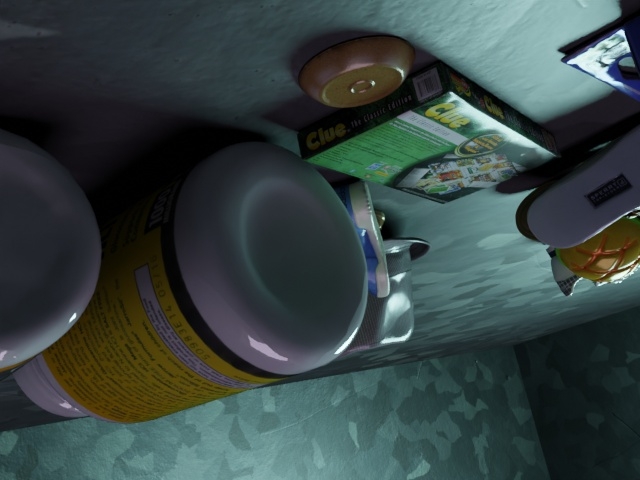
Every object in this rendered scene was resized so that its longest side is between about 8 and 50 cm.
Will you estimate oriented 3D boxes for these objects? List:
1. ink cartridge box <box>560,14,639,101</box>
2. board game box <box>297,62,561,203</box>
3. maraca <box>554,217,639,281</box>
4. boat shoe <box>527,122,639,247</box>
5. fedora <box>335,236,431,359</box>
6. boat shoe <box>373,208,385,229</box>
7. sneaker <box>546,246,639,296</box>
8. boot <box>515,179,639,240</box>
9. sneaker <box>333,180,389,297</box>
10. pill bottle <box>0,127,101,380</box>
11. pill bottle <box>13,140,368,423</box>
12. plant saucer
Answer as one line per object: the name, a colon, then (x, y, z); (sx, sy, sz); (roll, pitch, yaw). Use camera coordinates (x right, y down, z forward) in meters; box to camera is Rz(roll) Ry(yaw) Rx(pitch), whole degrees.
ink cartridge box: (0.354, -0.161, 0.535); (0.311, 0.065, 0.186); (-23, 162, 40)
board game box: (0.109, -0.083, 0.677); (0.136, 0.030, 0.260); (-19, 164, 31)
maraca: (0.390, -0.004, 1.078); (0.127, 0.099, 0.186); (-32, 132, 27)
boat shoe: (0.334, -0.080, 0.792); (0.258, 0.095, 0.084); (-27, -172, 40)
fedora: (0.037, 0.085, 0.972); (0.244, 0.124, 0.275); (-17, 175, -1)
boat shoe: (0.000, 0.000, 0.849); (0.153, 0.048, 0.056); (-10, 165, -8)
sneaker: (0.499, 0.023, 1.260); (0.235, 0.095, 0.090); (-16, 163, 6)
boot: (0.354, -0.046, 0.936); (0.197, 0.073, 0.152); (-21, 167, 37)
sneaker: (0.022, 0.007, 0.798); (0.084, 0.058, 0.152); (-12, 135, 8)
pill bottle: (-0.280, 0.040, 0.553); (0.162, 0.162, 0.278); (-1, 161, -37)
pill bottle: (-0.137, 0.058, 0.682); (0.334, 0.188, 0.188); (-25, 161, 37)
plant saucer: (0.027, -0.112, 0.526); (0.083, 0.015, 0.083); (-12, 165, -3)
